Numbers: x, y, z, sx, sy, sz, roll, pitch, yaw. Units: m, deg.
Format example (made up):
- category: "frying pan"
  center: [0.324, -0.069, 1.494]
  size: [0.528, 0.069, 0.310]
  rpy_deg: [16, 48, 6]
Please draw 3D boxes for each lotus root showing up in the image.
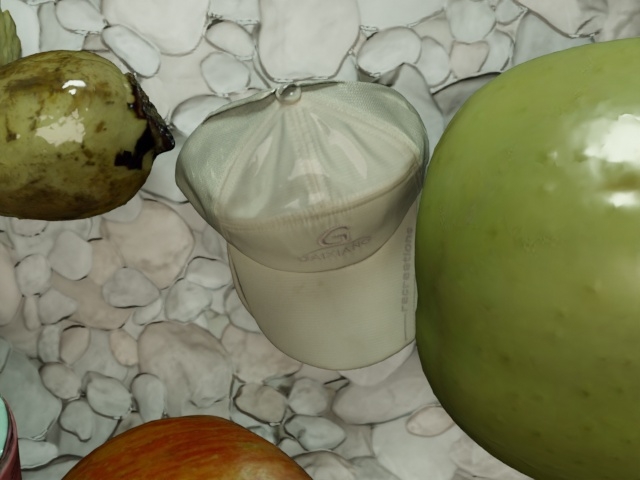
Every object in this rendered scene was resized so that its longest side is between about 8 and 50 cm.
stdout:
- category: "lotus root"
  center: [-0.221, -0.075, 0.604]
  size: [0.214, 0.138, 0.138]
  rpy_deg: [-9, 105, 14]

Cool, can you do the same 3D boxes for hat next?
- category: "hat"
  center: [0.000, 0.000, 0.623]
  size: [0.220, 0.164, 0.226]
  rpy_deg: [-15, 86, 3]

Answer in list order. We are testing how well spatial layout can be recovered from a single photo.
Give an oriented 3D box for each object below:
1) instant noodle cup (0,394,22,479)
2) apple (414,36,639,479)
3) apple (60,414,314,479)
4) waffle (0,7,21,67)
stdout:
- category: "instant noodle cup"
  center: [-0.325, 0.237, 0.595]
  size: [0.244, 0.244, 0.255]
  rpy_deg: [14, 119, -5]
- category: "apple"
  center: [0.255, 0.042, 0.566]
  size: [0.360, 0.320, 0.311]
  rpy_deg: [6, 80, 20]
- category: "apple"
  center: [-0.111, 0.295, 0.612]
  size: [0.302, 0.301, 0.301]
  rpy_deg: [0, 105, -1]
- category: "waffle"
  center: [-0.321, -0.193, 0.512]
  size: [0.168, 0.274, 0.057]
  rpy_deg: [-1, 67, -6]
